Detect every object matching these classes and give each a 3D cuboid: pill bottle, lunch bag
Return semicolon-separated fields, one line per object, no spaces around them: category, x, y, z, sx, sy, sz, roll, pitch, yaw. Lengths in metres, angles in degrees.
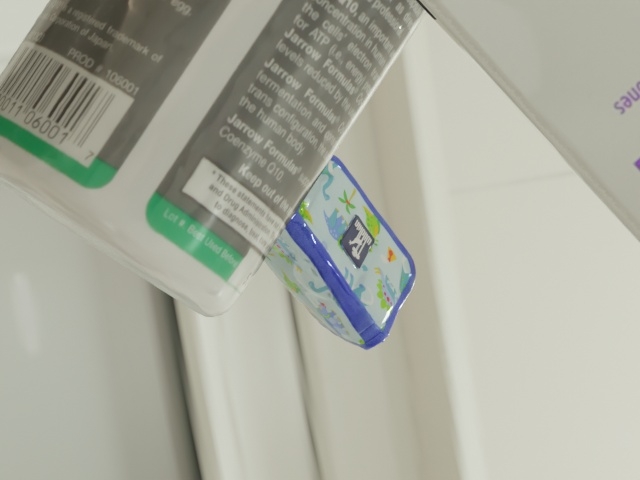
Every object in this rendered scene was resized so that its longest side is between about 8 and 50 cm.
pill bottle;-0.048;-0.151;1.251;0.361;0.204;0.204;-56;-154;-5
lunch bag;0.000;0.000;1.460;0.129;0.096;0.151;53;9;-21

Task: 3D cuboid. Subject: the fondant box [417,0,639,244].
fondant box;0.195;-0.052;0.515;0.330;0.238;0.096;46;5;-12
